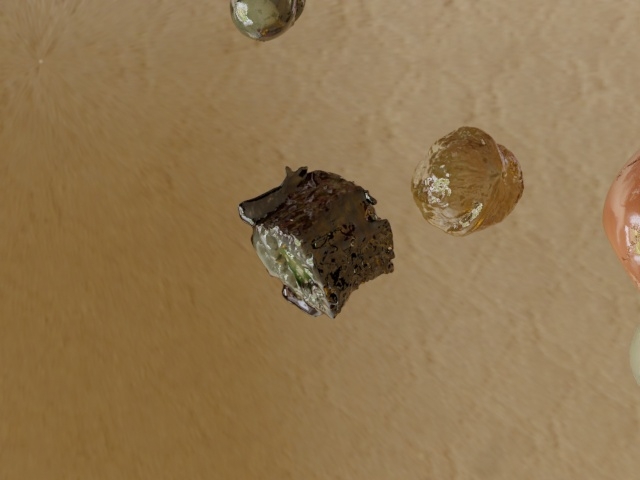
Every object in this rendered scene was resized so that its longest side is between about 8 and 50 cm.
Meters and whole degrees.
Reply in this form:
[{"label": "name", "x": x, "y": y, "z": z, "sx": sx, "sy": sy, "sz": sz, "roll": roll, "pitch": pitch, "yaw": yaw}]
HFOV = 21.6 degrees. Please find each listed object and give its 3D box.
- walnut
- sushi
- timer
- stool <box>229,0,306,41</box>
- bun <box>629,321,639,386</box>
[{"label": "walnut", "x": 0.140, "y": -0.055, "z": 1.579, "sx": 0.105, "sy": 0.124, "sz": 0.105, "roll": 3, "pitch": 83, "yaw": -27}, {"label": "sushi", "x": 0.001, "y": 0.001, "z": 1.293, "sx": 0.084, "sy": 0.098, "sz": 0.094, "roll": -37, "pitch": 132, "yaw": -21}, {"label": "timer", "x": 0.444, "y": -0.021, "z": 1.906, "sx": 0.215, "sy": 0.229, "sz": 0.229, "roll": -32, "pitch": 101, "yaw": 13}, {"label": "stool", "x": -0.085, "y": -0.314, "z": 1.700, "sx": 0.139, "sy": 0.228, "sz": 0.153, "roll": 9, "pitch": 122, "yaw": -33}, {"label": "bun", "x": 0.311, "y": 0.067, "z": 1.337, "sx": 0.138, "sy": 0.138, "sz": 0.094, "roll": -8, "pitch": 78, "yaw": -9}]
